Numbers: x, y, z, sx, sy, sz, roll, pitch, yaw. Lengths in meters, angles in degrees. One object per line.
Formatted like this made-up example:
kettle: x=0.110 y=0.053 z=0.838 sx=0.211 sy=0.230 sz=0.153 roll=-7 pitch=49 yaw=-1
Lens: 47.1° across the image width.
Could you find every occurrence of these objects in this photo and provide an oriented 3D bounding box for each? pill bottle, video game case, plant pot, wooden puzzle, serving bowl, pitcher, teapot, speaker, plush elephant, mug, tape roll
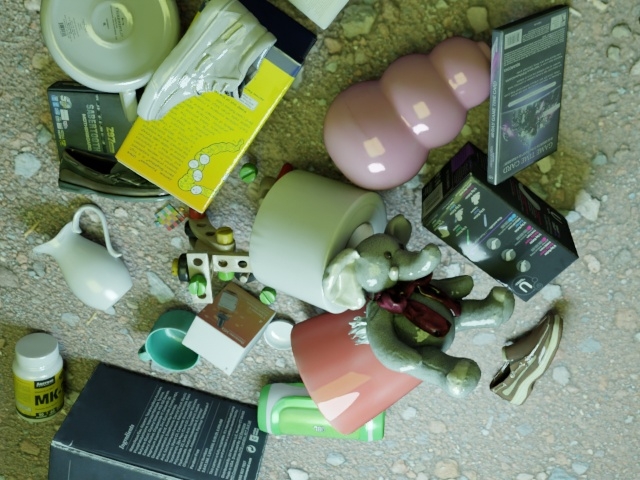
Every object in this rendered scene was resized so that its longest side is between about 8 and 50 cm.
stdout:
pill bottle: x=-0.707 y=0.342 z=1.841 sx=0.119 sy=0.119 sz=0.208 roll=11 pitch=122 yaw=2
video game case: x=0.365 y=-0.256 z=1.294 sx=0.026 sy=0.196 sz=0.274 roll=26 pitch=132 yaw=41
plant pot: x=0.104 y=0.244 z=1.587 sx=0.243 sy=0.275 sz=0.275 roll=-30 pitch=112 yaw=11
wooden puzzle: x=-0.332 y=-0.051 z=1.616 sx=0.083 sy=0.006 sz=0.049 roll=-34 pitch=110 yaw=25
serving bowl: x=-0.090 y=0.216 z=1.722 sx=0.084 sy=0.027 sz=0.083 roll=4 pitch=120 yaw=6
pitcher: x=-0.506 y=0.039 z=1.641 sx=0.178 sy=0.125 sz=0.207 roll=-43 pitch=95 yaw=12
teapot: x=-0.373 y=-0.382 z=1.315 sx=0.253 sy=0.187 sz=0.256 roll=33 pitch=91 yaw=-21
speaker: x=0.005 y=0.412 z=1.766 sx=0.297 sy=0.131 sz=0.131 roll=2 pitch=120 yaw=8
plush elephant: x=0.155 y=0.088 z=1.324 sx=0.330 sy=0.272 sz=0.255 roll=2 pitch=123 yaw=41
mug: x=-0.346 y=0.226 z=1.728 sx=0.158 sy=0.097 sz=0.129 roll=10 pitch=122 yaw=4
tape roll: x=0.000 y=0.000 z=1.424 sx=0.169 sy=0.246 sz=0.246 roll=21 pitch=125 yaw=27

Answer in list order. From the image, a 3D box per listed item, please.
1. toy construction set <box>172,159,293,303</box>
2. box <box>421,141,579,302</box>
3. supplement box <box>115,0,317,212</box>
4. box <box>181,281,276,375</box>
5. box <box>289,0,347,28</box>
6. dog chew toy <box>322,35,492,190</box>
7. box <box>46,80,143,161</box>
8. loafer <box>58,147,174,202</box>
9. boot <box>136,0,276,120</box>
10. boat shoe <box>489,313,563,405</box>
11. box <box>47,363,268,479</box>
toy construction set: x=-0.162 y=0.004 z=1.487 sx=0.258 sy=0.237 sz=0.308 roll=27 pitch=120 yaw=-7
box: x=0.342 y=-0.036 z=1.424 sx=0.270 sy=0.165 sz=0.143 roll=36 pitch=119 yaw=-11
supplement box: x=-0.191 y=-0.265 z=1.359 sx=0.195 sy=0.194 sz=0.356 roll=34 pitch=120 yaw=-10
box: x=-0.200 y=0.192 z=1.628 sx=0.130 sy=0.170 sz=0.091 roll=34 pitch=120 yaw=4
box: x=0.010 y=-0.442 z=1.276 sx=0.087 sy=0.101 sz=0.102 roll=37 pitch=119 yaw=-13
dog chew toy: x=0.167 y=-0.239 z=1.322 sx=0.332 sy=0.206 sz=0.206 roll=-36 pitch=109 yaw=17
box: x=-0.448 y=-0.207 z=1.512 sx=0.184 sy=0.059 sz=0.232 roll=4 pitch=121 yaw=5
loafer: x=-0.408 y=-0.130 z=1.447 sx=0.268 sy=0.096 sz=0.084 roll=8 pitch=109 yaw=21
boot: x=-0.184 y=-0.263 z=1.187 sx=0.123 sy=0.095 sz=0.258 roll=41 pitch=116 yaw=-6
boat shoe: x=0.448 y=0.262 z=1.627 sx=0.095 sy=0.095 sz=0.257 roll=20 pitch=122 yaw=4
box: x=-0.414 y=0.631 z=1.861 sx=0.472 sy=0.297 sz=0.479 roll=16 pitch=122 yaw=-2
